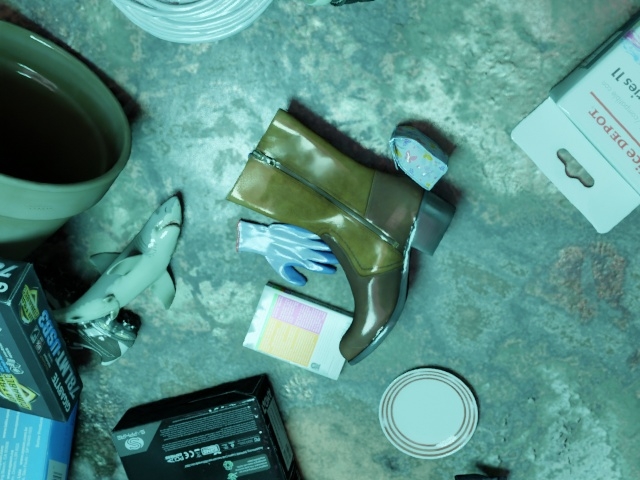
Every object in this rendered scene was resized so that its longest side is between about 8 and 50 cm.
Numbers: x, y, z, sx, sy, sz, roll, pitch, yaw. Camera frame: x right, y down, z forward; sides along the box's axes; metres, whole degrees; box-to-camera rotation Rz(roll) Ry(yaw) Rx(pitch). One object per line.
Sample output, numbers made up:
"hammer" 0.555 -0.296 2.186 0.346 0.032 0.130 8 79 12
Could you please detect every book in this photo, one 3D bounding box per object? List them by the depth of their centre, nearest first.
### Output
"book" -0.026 0.129 1.455 0.144 0.035 0.096 21 103 1

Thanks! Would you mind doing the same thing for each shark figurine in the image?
"shark figurine" -0.313 0.053 1.423 0.116 0.278 0.166 35 145 35

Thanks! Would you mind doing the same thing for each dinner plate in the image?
"dinner plate" 0.155 0.248 1.470 0.141 0.017 0.141 2 105 8

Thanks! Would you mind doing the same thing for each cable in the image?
"cable" -0.164 -0.382 1.307 0.257 0.089 0.257 37 105 -4

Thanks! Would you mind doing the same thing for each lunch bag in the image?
"lunch bag" 0.125 -0.114 1.349 0.083 0.071 0.053 40 109 -7

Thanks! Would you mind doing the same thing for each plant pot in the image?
"plant pot" -0.449 -0.088 1.333 0.323 0.323 0.280 35 122 -3

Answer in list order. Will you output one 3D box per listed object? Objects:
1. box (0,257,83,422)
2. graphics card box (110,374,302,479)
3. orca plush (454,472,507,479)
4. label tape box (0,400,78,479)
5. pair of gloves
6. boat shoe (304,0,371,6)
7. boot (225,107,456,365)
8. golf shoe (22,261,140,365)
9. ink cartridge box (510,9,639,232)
"box" -0.484 0.113 1.329 0.293 0.073 0.295 10 143 10
"graphics card box" -0.136 0.403 1.510 0.233 0.094 0.371 -16 103 12
"orca plush" 0.183 0.466 1.483 0.102 0.151 0.287 15 112 36
"label tape box" -0.538 0.309 1.478 0.334 0.106 0.240 2 72 7
"pair of gloves" -0.038 -0.034 1.417 0.159 0.023 0.198 11 105 5
"boat shoe" 0.053 -0.457 1.250 0.113 0.127 0.340 1 99 -23
"boot" 0.000 0.000 1.363 0.280 0.096 0.264 27 106 0
"golf shoe" -0.362 0.108 1.470 0.198 0.077 0.094 34 107 -1
"ink cartridge box" 0.432 -0.175 1.267 0.353 0.119 0.207 -43 96 15
